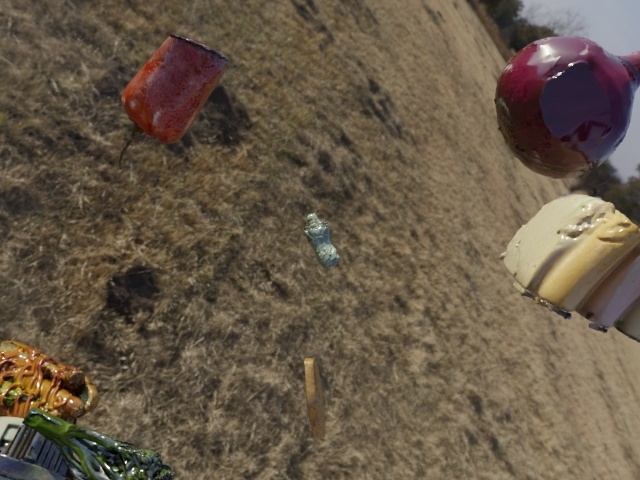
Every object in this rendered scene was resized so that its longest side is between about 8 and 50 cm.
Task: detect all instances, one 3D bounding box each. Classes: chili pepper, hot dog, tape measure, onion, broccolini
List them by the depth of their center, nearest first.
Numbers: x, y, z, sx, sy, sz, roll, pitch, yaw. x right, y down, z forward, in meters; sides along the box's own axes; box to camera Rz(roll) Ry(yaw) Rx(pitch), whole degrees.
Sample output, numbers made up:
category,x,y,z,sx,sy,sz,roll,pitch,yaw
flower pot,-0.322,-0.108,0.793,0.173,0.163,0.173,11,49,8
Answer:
category,x,y,z,sx,sy,sz,roll,pitch,yaw
broccolini,-0.264,0.254,0.588,0.203,0.091,0.068,31,12,19
chili pepper,-0.195,-0.164,0.595,0.086,0.192,0.084,31,12,-36
onion,0.353,-0.187,0.648,0.140,0.218,0.195,-75,141,-70
tape measure,-0.405,0.325,0.657,0.231,0.271,0.133,50,15,-26
hot dog,-0.602,0.290,0.984,0.158,0.349,0.117,-48,139,-43

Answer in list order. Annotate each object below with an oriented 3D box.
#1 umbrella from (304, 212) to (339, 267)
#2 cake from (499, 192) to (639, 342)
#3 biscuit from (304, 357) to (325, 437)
category,x,y,z,sx,sy,sz,roll,pitch,yaw
umbrella,0.000,0.000,1.216,0.062,0.067,0.143,-5,73,-62
cake,0.274,0.039,0.399,0.226,0.090,0.109,24,14,-2
biscuit,-0.016,0.360,1.130,0.142,0.029,0.220,-88,171,-63
